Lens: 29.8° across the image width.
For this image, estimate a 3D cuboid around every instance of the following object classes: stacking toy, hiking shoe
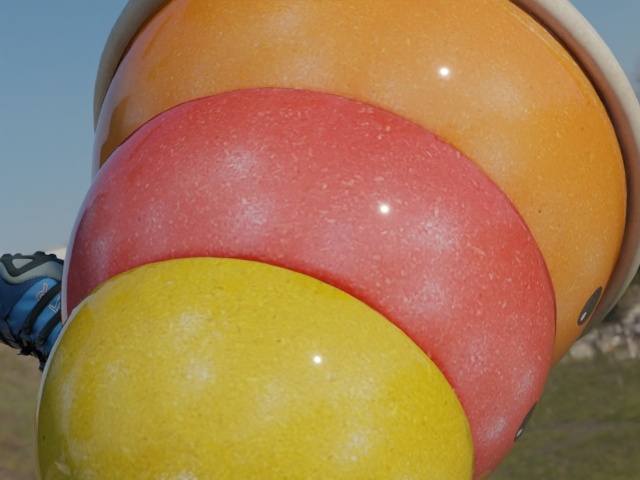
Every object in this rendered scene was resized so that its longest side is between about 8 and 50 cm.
[{"bbox_3d":[-0.028,0.084,0.597,0.350,0.351,0.480,-15,32,30],"label":"stacking toy"},{"bbox_3d":[-0.255,0.090,1.193,0.304,0.132,0.113,-3,-36,22],"label":"hiking shoe"}]
